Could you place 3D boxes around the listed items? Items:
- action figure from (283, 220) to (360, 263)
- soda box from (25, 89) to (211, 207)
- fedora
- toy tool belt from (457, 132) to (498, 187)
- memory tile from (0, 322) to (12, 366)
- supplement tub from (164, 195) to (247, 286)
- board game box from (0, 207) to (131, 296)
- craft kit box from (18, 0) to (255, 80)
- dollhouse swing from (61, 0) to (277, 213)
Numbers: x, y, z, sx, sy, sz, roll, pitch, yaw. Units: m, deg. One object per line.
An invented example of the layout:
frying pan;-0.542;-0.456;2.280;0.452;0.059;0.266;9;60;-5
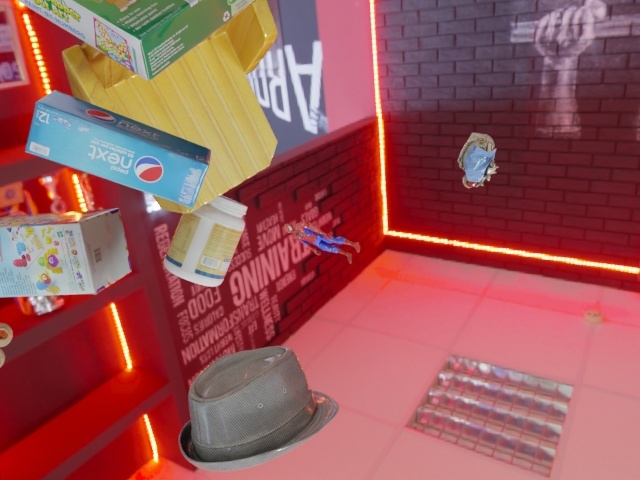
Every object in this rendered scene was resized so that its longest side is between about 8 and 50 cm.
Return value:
action figure;0.000;0.000;0.722;0.115;0.038;0.030;22;-143;-17
soda box;-0.254;-0.117;0.660;0.210;0.067;0.071;20;-157;-18
fedora;-0.112;0.258;0.852;0.275;0.125;0.243;-17;-169;-35
toy tool belt;0.218;-0.103;0.704;0.052;0.083;0.051;4;-148;-3
memory tile;-0.521;0.154;0.722;0.012;0.148;0.113;-11;-122;28
supplement tub;-0.262;-0.009;1.177;0.144;0.200;0.144;23;-178;-1
board game box;-0.554;0.024;1.028;0.275;0.145;0.142;-3;-165;10
craft kit box;-0.204;-0.320;0.576;0.246;0.061;0.250;30;-120;13
dollhouse swing;-0.223;-0.242;0.951;0.346;0.305;0.315;-34;-169;-19
